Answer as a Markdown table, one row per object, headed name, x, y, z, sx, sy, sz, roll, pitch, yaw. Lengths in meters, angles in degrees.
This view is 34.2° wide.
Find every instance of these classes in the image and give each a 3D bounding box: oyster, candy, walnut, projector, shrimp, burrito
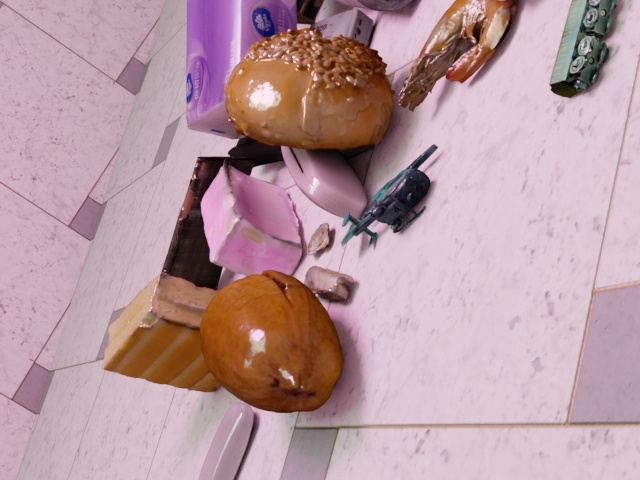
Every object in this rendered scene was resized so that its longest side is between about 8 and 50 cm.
| name | x | y | z | sx | sy | sz | roll | pitch | yaw |
| --- | --- | --- | --- | --- | --- | --- | --- | --- | --- |
| oyster | -0.002 | 0.002 | 1.817 | 0.083 | 0.019 | 0.054 | -32 | 41 | 51 |
| candy | -0.130 | -0.033 | 1.963 | 0.115 | 0.156 | 0.265 | -57 | 24 | 18 |
| walnut | -0.069 | 0.165 | 1.571 | 0.208 | 0.209 | 0.336 | -64 | 21 | 7 |
| projector | 0.030 | -0.377 | 2.035 | 0.147 | 0.061 | 0.115 | -6 | 60 | 51 |
| shrimp | 0.208 | -0.292 | 1.574 | 0.248 | 0.068 | 0.150 | -49 | 31 | 25 |
| burrito | 0.010 | 0.070 | 1.688 | 0.149 | 0.041 | 0.055 | -177 | 96 | -67 |

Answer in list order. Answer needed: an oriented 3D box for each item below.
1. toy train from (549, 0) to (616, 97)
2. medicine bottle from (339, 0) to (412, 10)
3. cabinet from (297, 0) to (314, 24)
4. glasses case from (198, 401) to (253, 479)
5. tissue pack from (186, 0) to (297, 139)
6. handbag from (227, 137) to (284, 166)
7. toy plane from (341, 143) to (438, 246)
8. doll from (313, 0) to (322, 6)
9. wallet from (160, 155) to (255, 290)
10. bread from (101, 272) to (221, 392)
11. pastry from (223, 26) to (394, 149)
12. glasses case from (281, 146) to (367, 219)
| name | x | y | z | sx | sy | sz | roll | pitch | yaw |
| --- | --- | --- | --- | --- | --- | --- | --- | --- | --- |
| toy train | 0.327 | -0.247 | 1.287 | 0.071 | 0.038 | 0.147 | -15 | 55 | 66 |
| medicine bottle | 0.084 | -0.516 | 1.945 | 0.165 | 0.165 | 0.273 | -64 | 21 | 6 |
| cabinet | -0.090 | -0.619 | 2.373 | 0.174 | 0.215 | 0.148 | -65 | 22 | 4 |
| glasses case | -0.165 | 0.370 | 1.779 | 0.193 | 0.049 | 0.074 | -67 | 22 | -4 |
| tissue pack | -0.165 | -0.400 | 2.091 | 0.242 | 0.160 | 0.338 | -20 | 68 | 51 |
| handbag | -0.081 | -0.262 | 2.190 | 0.247 | 0.080 | 0.223 | -4 | 56 | 60 |
| toy plane | 0.098 | -0.054 | 1.592 | 0.235 | 0.060 | 0.096 | -43 | 24 | 39 |
| doll | 0.010 | -0.680 | 2.206 | 0.247 | 0.247 | 0.349 | -17 | 47 | 62 |
| wallet | -0.239 | -0.027 | 2.143 | 0.044 | 0.169 | 0.316 | 30 | 112 | 31 |
| bread | -0.245 | 0.176 | 1.916 | 0.246 | 0.239 | 0.111 | -44 | 37 | 46 |
| pastry | -0.019 | -0.263 | 1.757 | 0.316 | 0.285 | 0.184 | -136 | 46 | -65 |
| glasses case | 0.003 | -0.119 | 1.800 | 0.075 | 0.113 | 0.297 | -58 | 23 | 15 |
